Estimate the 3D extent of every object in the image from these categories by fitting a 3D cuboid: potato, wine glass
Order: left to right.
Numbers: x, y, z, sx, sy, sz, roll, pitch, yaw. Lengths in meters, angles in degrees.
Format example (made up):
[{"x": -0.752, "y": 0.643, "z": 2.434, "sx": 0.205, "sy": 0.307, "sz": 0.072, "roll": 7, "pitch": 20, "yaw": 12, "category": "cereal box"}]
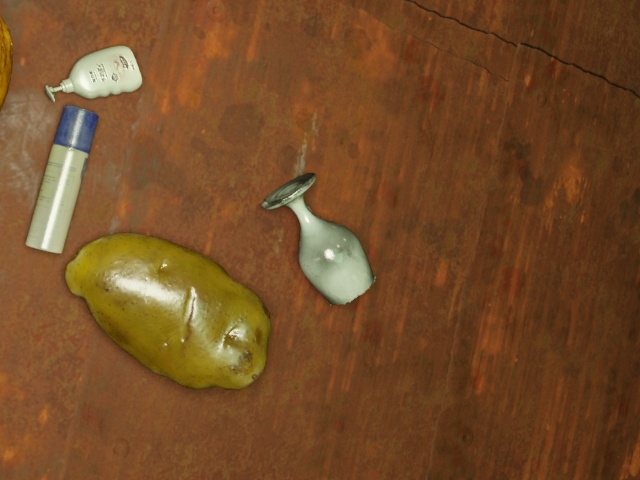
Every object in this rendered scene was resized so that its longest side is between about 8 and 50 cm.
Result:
[{"x": -0.248, "y": 0.116, "z": 1.221, "sx": 0.369, "sy": 0.176, "sz": 0.195, "roll": 35, "pitch": 117, "yaw": -18, "category": "potato"}, {"x": 0.000, "y": 0.000, "z": 1.351, "sx": 0.126, "sy": 0.126, "sz": 0.241, "roll": -38, "pitch": 109, "yaw": -20, "category": "wine glass"}]

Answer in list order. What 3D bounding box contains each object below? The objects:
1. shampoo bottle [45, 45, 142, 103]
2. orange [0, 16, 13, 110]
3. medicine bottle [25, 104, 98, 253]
[{"x": -0.373, "y": -0.264, "z": 1.173, "sx": 0.151, "sy": 0.045, "sz": 0.077, "roll": -23, "pitch": 105, "yaw": -24, "category": "shampoo bottle"}, {"x": -0.573, "y": -0.244, "z": 0.911, "sx": 0.340, "sy": 0.340, "sz": 0.293, "roll": 37, "pitch": 92, "yaw": -25, "category": "orange"}, {"x": -0.413, "y": -0.097, "z": 1.158, "sx": 0.059, "sy": 0.059, "sz": 0.231, "roll": 16, "pitch": 87, "yaw": -28, "category": "medicine bottle"}]
